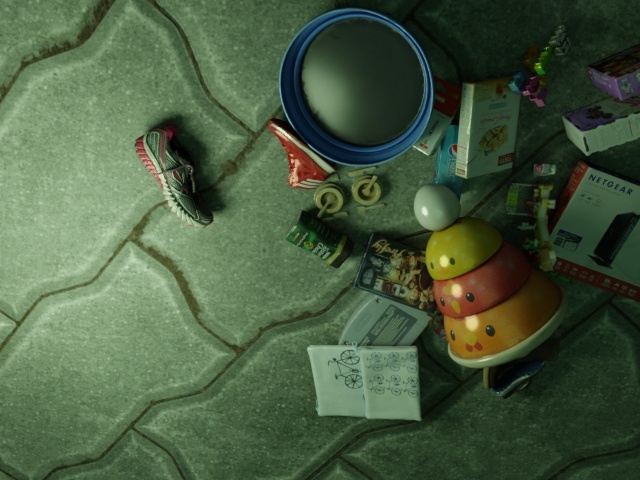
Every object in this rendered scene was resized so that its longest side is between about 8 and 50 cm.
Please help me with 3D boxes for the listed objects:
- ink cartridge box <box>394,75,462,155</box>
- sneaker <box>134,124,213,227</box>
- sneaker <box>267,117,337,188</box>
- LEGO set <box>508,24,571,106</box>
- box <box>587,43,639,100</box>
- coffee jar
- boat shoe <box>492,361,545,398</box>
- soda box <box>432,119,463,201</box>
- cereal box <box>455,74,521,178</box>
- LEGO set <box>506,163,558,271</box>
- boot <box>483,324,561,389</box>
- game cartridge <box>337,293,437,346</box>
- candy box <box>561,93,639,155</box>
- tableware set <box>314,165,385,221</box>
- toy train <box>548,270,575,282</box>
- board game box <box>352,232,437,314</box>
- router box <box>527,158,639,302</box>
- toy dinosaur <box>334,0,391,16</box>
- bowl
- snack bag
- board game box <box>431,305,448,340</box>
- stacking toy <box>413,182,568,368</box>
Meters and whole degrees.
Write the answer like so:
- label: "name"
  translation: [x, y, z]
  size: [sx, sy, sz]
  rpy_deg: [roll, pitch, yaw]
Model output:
- label: "ink cartridge box"
  translation: [0.263, -0.325, 1.615]
  size: [0.145, 0.045, 0.179]
  rpy_deg: [34, 118, 22]
- label: "sneaker"
  translation: [-0.378, -0.167, 1.723]
  size: [0.112, 0.121, 0.299]
  rpy_deg: [-27, 109, 12]
- label: "sneaker"
  translation: [-0.076, -0.217, 1.700]
  size: [0.221, 0.087, 0.128]
  rpy_deg: [38, 110, -11]
- label: "LEGO set"
  translation: [0.539, -0.407, 1.559]
  size: [0.093, 0.087, 0.227]
  rpy_deg: [44, 67, -29]
- label: "box"
  translation: [0.803, -0.430, 1.482]
  size: [0.293, 0.201, 0.057]
  rpy_deg: [-22, 111, 12]
- label: "coffee jar"
  translation: [0.000, 0.000, 1.788]
  size: [0.184, 0.079, 0.096]
  rpy_deg: [30, 130, -9]
- label: "boat shoe"
  translation: [0.614, 0.419, 1.950]
  size: [0.183, 0.066, 0.066]
  rpy_deg: [-37, 126, 12]
- label: "soda box"
  translation: [0.345, -0.209, 1.683]
  size: [0.071, 0.067, 0.210]
  rpy_deg: [5, 114, 1]
- label: "cereal box"
  translation: [0.425, -0.287, 1.608]
  size: [0.173, 0.047, 0.240]
  rpy_deg: [-16, 117, -29]
- label: "LEGO set"
  translation: [0.554, -0.059, 1.680]
  size: [0.107, 0.132, 0.287]
  rpy_deg: [5, 81, 2]
- label: "boot"
  translation: [0.594, 0.345, 1.885]
  size: [0.207, 0.090, 0.248]
  rpy_deg: [8, 107, 13]
- label: "game cartridge"
  translation: [0.184, 0.267, 1.913]
  size: [0.198, 0.062, 0.297]
  rpy_deg: [33, 112, -6]
- label: "candy box"
  translation: [0.721, -0.295, 1.566]
  size: [0.196, 0.165, 0.070]
  rpy_deg: [-20, 113, 11]
- label: "tableware set"
  translation: [0.076, -0.124, 1.754]
  size: [0.194, 0.039, 0.128]
  rpy_deg: [-13, 112, 9]
- label: "toy train"
  translation: [0.691, 0.101, 1.824]
  size: [0.083, 0.017, 0.023]
  rpy_deg: [23, 123, -6]
- label: "board game box"
  translation: [0.233, 0.094, 1.806]
  size: [0.243, 0.042, 0.165]
  rpy_deg: [19, 90, -5]
- label: "router box"
  translation: [0.788, -0.022, 1.727]
  size: [0.335, 0.082, 0.301]
  rpy_deg: [19, 114, -4]
- label: "toy dinosaur"
  translation: [0.134, -0.490, 1.579]
  size: [0.118, 0.064, 0.268]
  rpy_deg: [-18, 113, 27]
- label: "bowl"
  translation: [0.093, -0.377, 1.572]
  size: [0.391, 0.077, 0.391]
  rpy_deg: [10, 122, 16]
- label: "snack bag"
  translation: [0.135, 0.439, 1.952]
  size: [0.343, 0.037, 0.323]
  rpy_deg: [0, 125, 11]
- label: "board game box"
  translation: [0.416, 0.243, 1.897]
  size: [0.169, 0.033, 0.133]
  rpy_deg: [-18, 111, 12]
- label: "stacking toy"
  translation: [0.387, 0.061, 1.677]
  size: [0.351, 0.350, 0.480]
  rpy_deg: [-32, 99, 16]
